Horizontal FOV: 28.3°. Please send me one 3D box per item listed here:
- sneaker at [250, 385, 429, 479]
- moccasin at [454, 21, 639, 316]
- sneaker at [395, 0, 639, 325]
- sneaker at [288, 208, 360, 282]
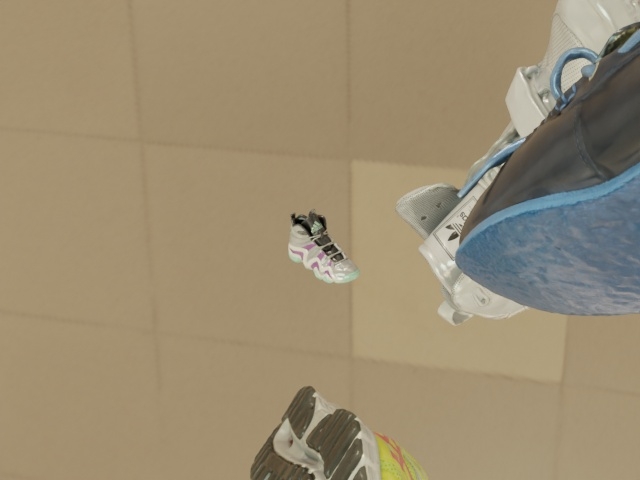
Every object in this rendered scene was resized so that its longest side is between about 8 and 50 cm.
[{"bbox_3d":[0.025,0.134,0.631,0.094,0.208,0.081,34,95,-9],"label":"sneaker"},{"bbox_3d":[0.188,-0.052,0.635,0.137,0.117,0.342,25,154,-18],"label":"moccasin"},{"bbox_3d":[0.179,-0.055,1.065,0.210,0.137,0.366,-24,144,-8],"label":"sneaker"},{"bbox_3d":[0.000,0.000,1.291,0.098,0.038,0.069,24,130,40],"label":"sneaker"}]
